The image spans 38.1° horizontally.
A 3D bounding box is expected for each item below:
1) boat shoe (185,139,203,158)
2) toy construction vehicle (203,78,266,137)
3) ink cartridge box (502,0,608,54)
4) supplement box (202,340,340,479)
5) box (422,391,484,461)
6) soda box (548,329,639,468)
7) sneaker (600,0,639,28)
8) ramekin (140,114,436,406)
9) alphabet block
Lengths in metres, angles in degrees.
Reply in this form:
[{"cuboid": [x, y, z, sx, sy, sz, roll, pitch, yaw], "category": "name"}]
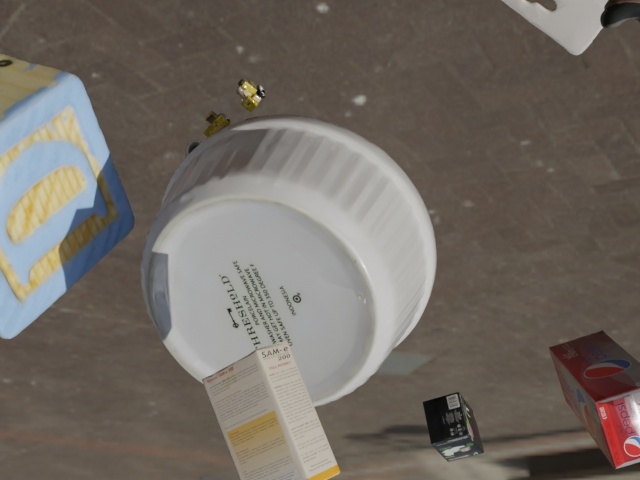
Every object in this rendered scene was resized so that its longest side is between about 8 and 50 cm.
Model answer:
[{"cuboid": [-0.150, -0.050, 1.473, 0.098, 0.277, 0.096, -32, 150, -9], "category": "boat shoe"}, {"cuboid": [-0.104, -0.147, 1.062, 0.035, 0.098, 0.086, 40, 106, -23], "category": "toy construction vehicle"}, {"cuboid": [0.343, -0.416, 1.079, 0.207, 0.119, 0.353, 39, 136, 4], "category": "ink cartridge box"}, {"cuboid": [-0.035, 0.128, 0.645, 0.062, 0.099, 0.036, -30, 167, 36], "category": "supplement box"}, {"cuboid": [0.173, 0.244, 1.207, 0.052, 0.062, 0.083, -18, 146, 14], "category": "box"}, {"cuboid": [0.371, 0.196, 1.196, 0.083, 0.092, 0.263, -19, -174, 4], "category": "soda box"}, {"cuboid": [0.210, -0.088, 0.474, 0.158, 0.065, 0.061, 36, -167, -1], "category": "sneaker"}, {"cuboid": [-0.037, 0.031, 0.843, 0.272, 0.127, 0.273, 6, 117, 13], "category": "ramekin"}, {"cuboid": [-0.331, -0.054, 0.893, 0.197, 0.192, 0.194, 18, 137, 30], "category": "alphabet block"}]
